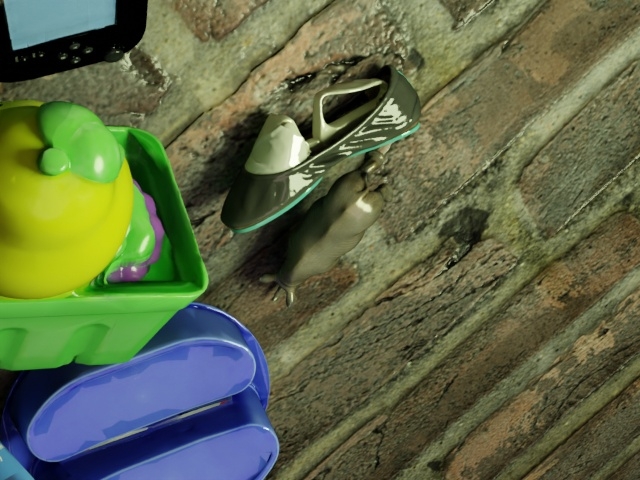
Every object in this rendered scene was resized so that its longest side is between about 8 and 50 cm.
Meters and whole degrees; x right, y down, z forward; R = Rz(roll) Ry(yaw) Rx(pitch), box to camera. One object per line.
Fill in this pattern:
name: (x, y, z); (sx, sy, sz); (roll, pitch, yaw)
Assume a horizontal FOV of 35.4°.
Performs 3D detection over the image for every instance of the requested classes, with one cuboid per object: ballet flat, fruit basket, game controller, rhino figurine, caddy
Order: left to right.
fruit basket: (-0.287, -0.034, 0.930); (0.392, 0.283, 0.392); (-15, 143, -12)
game controller: (-0.229, -0.231, 0.867); (0.166, 0.067, 0.319); (-27, 168, -19)
caddy: (-0.215, 0.218, 1.230); (0.341, 0.179, 0.241); (-18, 107, -16)
ballet flat: (-0.010, -0.119, 1.164); (0.280, 0.095, 0.096); (-33, 123, -17)
rhino figurine: (0.000, 0.000, 1.231); (0.073, 0.106, 0.243); (40, 124, -1)

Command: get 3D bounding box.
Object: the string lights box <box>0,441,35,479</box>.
string lights box: (-0.426, 0.248, 1.091); (0.133, 0.260, 0.077); (-44, 176, 6)
